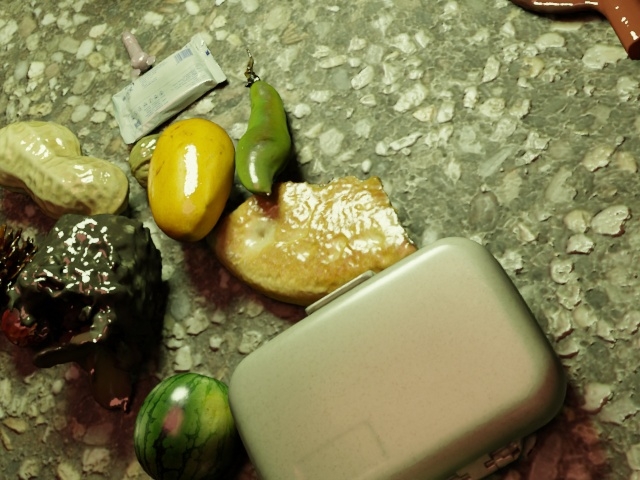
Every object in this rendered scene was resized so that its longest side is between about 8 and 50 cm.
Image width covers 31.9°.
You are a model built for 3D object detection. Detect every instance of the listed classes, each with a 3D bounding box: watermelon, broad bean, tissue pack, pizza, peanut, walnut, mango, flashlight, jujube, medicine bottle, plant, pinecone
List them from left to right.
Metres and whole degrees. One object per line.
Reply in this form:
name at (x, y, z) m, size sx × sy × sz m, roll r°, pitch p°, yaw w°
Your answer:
pinecone at (-0.494, 0.037, 1.697) m, size 0.140 × 0.121 × 0.140 m, roll -38°, pitch 14°, yaw 12°
jujube at (-0.412, 0.106, 1.665) m, size 0.129 × 0.077 × 0.077 m, roll -38°, pitch 52°, yaw -9°
peanut at (-0.409, -0.106, 1.753) m, size 0.298 × 0.120 × 0.136 m, roll 29°, pitch 83°, yaw 33°
plant at (-0.320, 0.084, 1.553) m, size 0.178 × 0.204 × 0.234 m, roll 3°, pitch 55°, yaw 13°
flashlight at (-0.307, -0.313, 1.872) m, size 0.052 × 0.031 × 0.110 m, roll -37°, pitch 48°, yaw 6°
walnut at (-0.247, -0.120, 1.702) m, size 0.092 × 0.092 × 0.092 m, roll -12°, pitch 58°, yaw 21°
tissue pack at (-0.252, -0.244, 1.806) m, size 0.193 × 0.026 × 0.123 m, roll -35°, pitch 53°, yaw 5°
watermelon at (-0.172, 0.260, 1.412) m, size 0.140 × 0.140 × 0.187 m, roll 8°, pitch 71°, yaw 30°
mango at (-0.185, -0.082, 1.585) m, size 0.145 × 0.112 × 0.219 m, roll -41°, pitch 33°, yaw 32°
broad bean at (-0.084, -0.161, 1.624) m, size 0.067 × 0.075 × 0.325 m, roll -58°, pitch 22°, yaw 32°
pizza at (0.000, 0.000, 1.512) m, size 0.365 × 0.074 × 0.182 m, roll -1°, pitch 65°, yaw 30°
medicine bottle at (0.084, 0.175, 1.326) m, size 0.375 × 0.123 × 0.282 m, roll -32°, pitch 63°, yaw 9°

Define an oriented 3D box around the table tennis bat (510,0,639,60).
table tennis bat at (0.371, -0.403, 1.570) m, size 0.268 × 0.051 × 0.415 m, roll -27°, pitch 52°, yaw 11°
